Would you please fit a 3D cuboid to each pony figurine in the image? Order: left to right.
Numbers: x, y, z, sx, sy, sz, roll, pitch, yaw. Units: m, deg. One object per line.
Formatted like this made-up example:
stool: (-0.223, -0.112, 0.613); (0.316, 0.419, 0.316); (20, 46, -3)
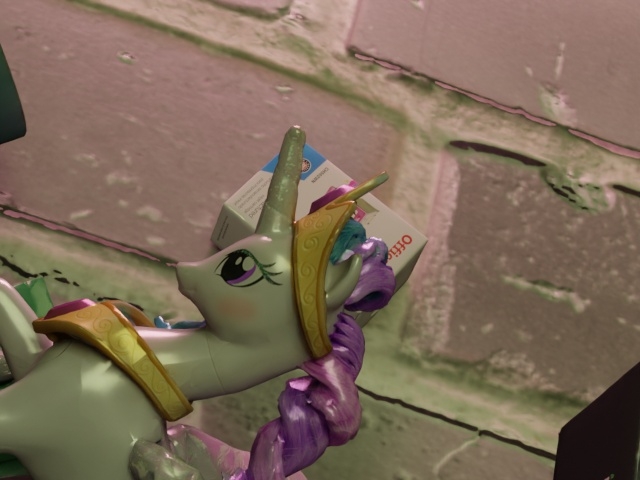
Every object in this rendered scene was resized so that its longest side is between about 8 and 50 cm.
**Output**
pony figurine: (-0.094, 0.152, 0.804); (0.364, 0.303, 0.351); (-18, 91, 1)

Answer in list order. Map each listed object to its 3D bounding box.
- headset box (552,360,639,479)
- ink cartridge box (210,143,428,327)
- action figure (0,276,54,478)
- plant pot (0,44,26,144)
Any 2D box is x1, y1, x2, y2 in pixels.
headset box: (0.254, 0.226, 0.861); (0.283, 0.131, 0.246); (17, 60, -8)
ink cartridge box: (0.000, 0.000, 1.068); (0.122, 0.052, 0.088); (39, 55, 8)
action figure: (-0.252, 0.109, 0.919); (0.232, 0.063, 0.137); (-18, 68, -22)
plant pot: (-0.348, -0.148, 0.930); (0.235, 0.293, 0.293); (-26, 68, -13)
